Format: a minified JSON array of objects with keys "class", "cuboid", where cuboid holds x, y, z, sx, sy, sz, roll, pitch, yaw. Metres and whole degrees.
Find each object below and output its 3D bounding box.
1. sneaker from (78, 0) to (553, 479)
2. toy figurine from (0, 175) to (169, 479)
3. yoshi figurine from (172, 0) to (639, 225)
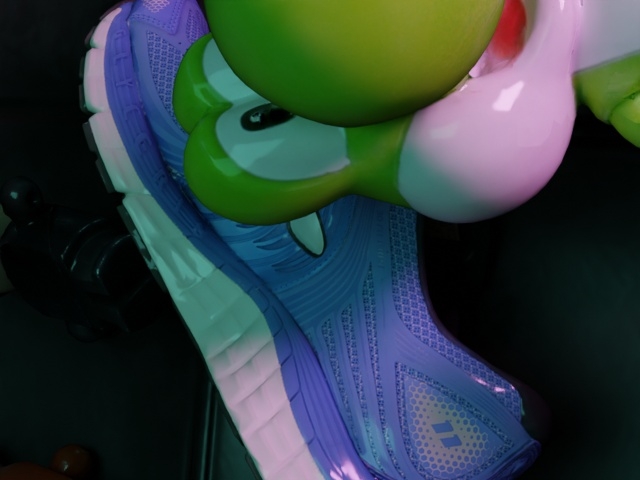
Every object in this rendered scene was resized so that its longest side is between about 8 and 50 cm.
[{"class":"sneaker","cuboid":[0.000,0.000,0.914,0.147,0.130,0.330,-31,59,-1]},{"class":"toy figurine","cuboid":[-0.197,0.070,0.973,0.148,0.209,0.213,13,97,43]},{"class":"yoshi figurine","cuboid":[0.110,-0.102,0.724,0.362,0.203,0.203,-17,112,4]}]
